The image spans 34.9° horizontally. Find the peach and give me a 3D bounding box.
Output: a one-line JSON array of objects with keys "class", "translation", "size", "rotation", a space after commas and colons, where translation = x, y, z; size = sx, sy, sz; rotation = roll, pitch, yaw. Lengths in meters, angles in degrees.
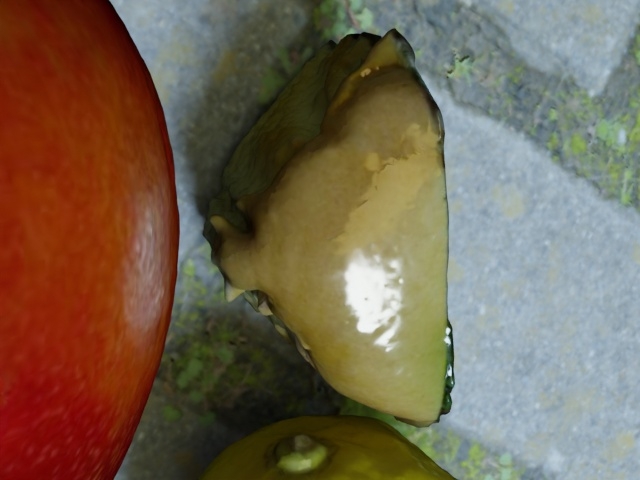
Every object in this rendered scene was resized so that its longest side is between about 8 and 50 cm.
[{"class": "peach", "translation": [-0.241, 0.014, 0.461], "size": [0.388, 0.388, 0.389], "rotation": [-4, 101, -19]}]

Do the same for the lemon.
[{"class": "lemon", "translation": [0.009, 0.245, 0.660], "size": [0.233, 0.233, 0.288], "rotation": [-16, 112, -16]}]

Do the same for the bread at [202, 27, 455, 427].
[{"class": "bread", "translation": [-0.008, -0.005, 0.644], "size": [0.132, 0.174, 0.252], "rotation": [-8, 107, -16]}]
